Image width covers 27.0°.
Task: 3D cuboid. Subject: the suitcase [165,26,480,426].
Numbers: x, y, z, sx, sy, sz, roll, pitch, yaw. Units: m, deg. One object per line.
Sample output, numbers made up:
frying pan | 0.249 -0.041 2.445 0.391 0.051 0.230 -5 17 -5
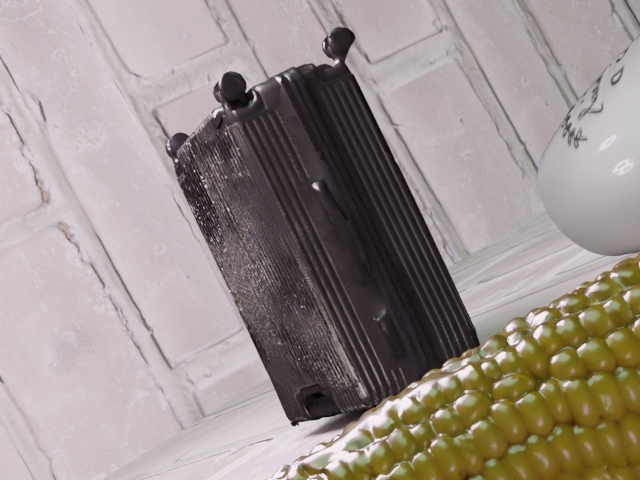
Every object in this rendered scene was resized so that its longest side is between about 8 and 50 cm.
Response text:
suitcase | 0.000 0.000 1.290 0.152 0.335 0.229 -25 -3 -22

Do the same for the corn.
corn | 0.068 0.089 0.504 0.310 0.101 0.101 -31 -1 1

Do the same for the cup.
cup | 0.334 -0.114 1.232 0.258 0.186 0.234 -54 7 -33
